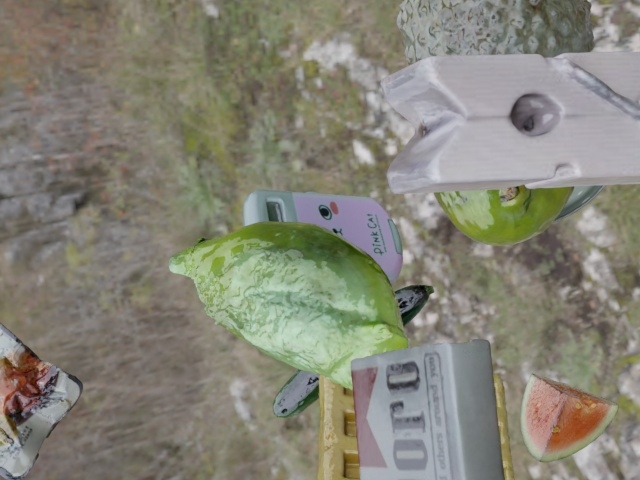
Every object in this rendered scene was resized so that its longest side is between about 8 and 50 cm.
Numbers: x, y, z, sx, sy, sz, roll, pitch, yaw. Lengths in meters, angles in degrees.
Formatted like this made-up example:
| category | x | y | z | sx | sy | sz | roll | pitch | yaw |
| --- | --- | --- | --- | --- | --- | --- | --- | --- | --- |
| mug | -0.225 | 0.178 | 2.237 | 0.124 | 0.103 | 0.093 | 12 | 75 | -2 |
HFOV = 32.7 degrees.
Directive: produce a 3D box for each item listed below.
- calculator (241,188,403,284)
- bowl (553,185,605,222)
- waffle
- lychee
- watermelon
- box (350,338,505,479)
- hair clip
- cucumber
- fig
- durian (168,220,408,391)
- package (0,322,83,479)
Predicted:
| category | x | y | z | sx | sy | sz | roll | pitch | yaw |
| --- | --- | --- | --- | --- | --- | --- | --- | --- | --- |
| calculator | 0.000 | 0.000 | 1.463 | 0.045 | 0.246 | 0.141 | -48 | 46 | 49 |
| bowl | 0.373 | -0.158 | 1.879 | 0.337 | 0.157 | 0.337 | -9 | 69 | 24 |
| waffle | 0.107 | 0.248 | 1.240 | 0.055 | 0.221 | 0.248 | 101 | 172 | -47 |
| lychee | 0.226 | -0.288 | 1.396 | 0.255 | 0.255 | 0.274 | 38 | 151 | 40 |
| watermelon | 0.324 | 0.238 | 1.463 | 0.125 | 0.135 | 0.094 | 23 | 148 | 16 |
| box | 0.060 | 0.146 | 0.584 | 0.115 | 0.036 | 0.177 | 157 | 110 | -64 |
| hair clip | 0.197 | -0.084 | 0.791 | 0.085 | 0.331 | 0.101 | -4 | 91 | 63 |
| cucumber | 0.034 | 0.142 | 1.422 | 0.284 | 0.056 | 0.056 | -42 | 64 | 22 |
| fig | 0.255 | -0.085 | 1.625 | 0.233 | 0.314 | 0.233 | 13 | 127 | 18 |
| durian | -0.019 | 0.047 | 1.014 | 0.250 | 0.139 | 0.101 | 35 | 131 | 32 |
| package | -0.441 | 0.195 | 1.447 | 0.232 | 0.166 | 0.040 | 35 | 163 | 8 |
